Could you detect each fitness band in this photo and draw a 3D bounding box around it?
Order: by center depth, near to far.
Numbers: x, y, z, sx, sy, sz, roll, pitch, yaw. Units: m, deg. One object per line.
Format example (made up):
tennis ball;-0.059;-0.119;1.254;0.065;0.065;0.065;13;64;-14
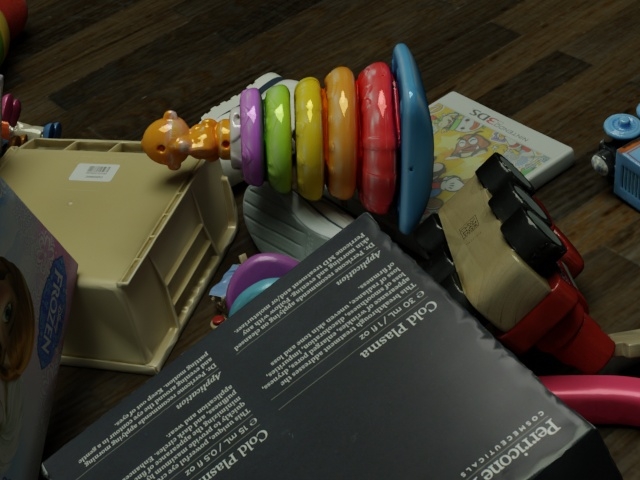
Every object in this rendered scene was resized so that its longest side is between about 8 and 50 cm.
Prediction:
fitness band;0.206;0.201;1.125;0.291;0.054;0.209;-2;37;14

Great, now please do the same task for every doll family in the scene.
doll family;-0.437;-0.119;1.622;0.163;0.263;0.118;9;84;7

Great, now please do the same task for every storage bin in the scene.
storage bin;-0.260;0.004;1.454;0.262;0.123;0.260;3;40;21

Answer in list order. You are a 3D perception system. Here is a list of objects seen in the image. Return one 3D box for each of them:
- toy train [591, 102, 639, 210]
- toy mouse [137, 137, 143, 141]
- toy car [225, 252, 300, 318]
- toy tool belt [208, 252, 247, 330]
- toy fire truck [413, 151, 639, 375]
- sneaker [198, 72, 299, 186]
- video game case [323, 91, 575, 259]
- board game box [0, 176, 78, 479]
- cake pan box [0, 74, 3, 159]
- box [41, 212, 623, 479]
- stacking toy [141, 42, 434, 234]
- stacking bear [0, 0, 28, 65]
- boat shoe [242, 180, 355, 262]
toy train;0.385;-0.106;1.436;0.184;0.080;0.105;-27;49;-21
toy mouse;-0.209;-0.087;1.625;0.161;0.031;0.143;18;48;34
toy car;-0.036;0.078;1.241;0.159;0.136;0.182;-18;-3;3
toy tool belt;-0.096;0.056;1.394;0.052;0.051;0.083;10;44;28
toy fire truck;0.236;0.045;1.250;0.158;0.246;0.217;-45;18;15
sneaker;-0.079;-0.122;1.592;0.095;0.090;0.235;23;51;25
video game case;0.140;-0.082;1.517;0.227;0.026;0.206;-33;41;-23
board game box;-0.317;0.095;1.115;0.066;0.318;0.318;0;65;14
cake pan box;-0.434;-0.034;1.442;0.070;0.267;0.245;20;47;3
box;0.012;0.204;1.012;0.343;0.179;0.312;-37;41;-5
stacking toy;-0.038;-0.106;1.395;0.302;0.175;0.165;-2;29;-2
stacking bear;-0.521;-0.294;1.888;0.164;0.175;0.289;-1;32;19
boat shoe;0.000;0.000;1.431;0.076;0.083;0.226;-5;29;-36
